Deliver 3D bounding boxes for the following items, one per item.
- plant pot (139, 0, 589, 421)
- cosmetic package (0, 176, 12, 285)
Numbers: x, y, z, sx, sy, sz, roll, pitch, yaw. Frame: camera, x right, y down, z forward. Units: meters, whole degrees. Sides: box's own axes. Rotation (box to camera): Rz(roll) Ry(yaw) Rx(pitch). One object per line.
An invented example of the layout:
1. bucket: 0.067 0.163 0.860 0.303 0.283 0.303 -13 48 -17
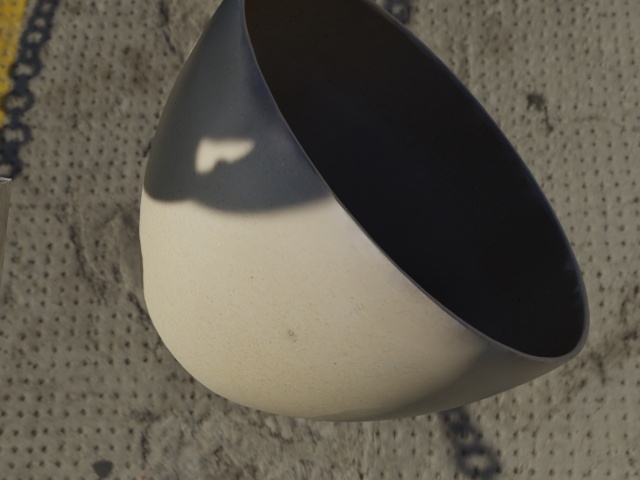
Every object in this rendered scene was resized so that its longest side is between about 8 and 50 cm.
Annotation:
1. plant pot: 0.000 0.000 0.595 0.191 0.284 0.284 -40 61 28
2. cosmetic package: -0.305 0.102 0.696 0.113 0.160 0.309 8 95 -11
